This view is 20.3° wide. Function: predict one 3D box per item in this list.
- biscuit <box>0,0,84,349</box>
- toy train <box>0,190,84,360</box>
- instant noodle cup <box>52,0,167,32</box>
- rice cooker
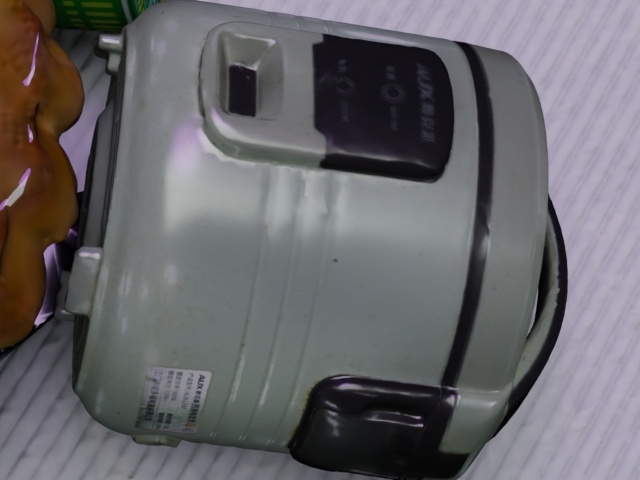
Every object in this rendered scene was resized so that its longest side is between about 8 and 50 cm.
[{"bbox_3d":[-0.255,-0.020,0.807,0.326,0.107,0.325,-5,68,13],"label":"biscuit"},{"bbox_3d":[-0.194,0.055,0.926,0.252,0.048,0.055,-41,88,-20],"label":"toy train"},{"bbox_3d":[-0.205,-0.198,0.945,0.233,0.207,0.207,-3,72,5],"label":"instant noodle cup"},{"bbox_3d":[0.000,0.000,0.854,0.244,0.226,0.226,11,71,-12],"label":"rice cooker"}]
